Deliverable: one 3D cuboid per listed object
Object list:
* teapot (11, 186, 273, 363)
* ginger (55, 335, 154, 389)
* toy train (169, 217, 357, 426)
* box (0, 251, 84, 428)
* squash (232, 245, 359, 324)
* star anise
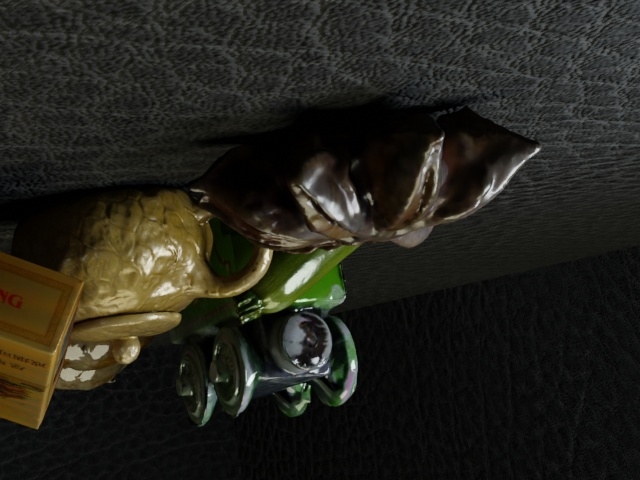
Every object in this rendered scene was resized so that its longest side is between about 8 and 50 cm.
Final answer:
[{"bbox_3d":[-0.195,0.041,1.154,0.311,0.167,0.203,-11,172,9],"label":"teapot"},{"bbox_3d":[-0.300,0.100,1.406,0.256,0.176,0.375,-29,180,-43],"label":"ginger"},{"bbox_3d":[-0.078,0.088,1.344,0.173,0.249,0.307,-4,170,-25],"label":"toy train"},{"bbox_3d":[-0.324,0.085,1.048,0.174,0.076,0.274,21,153,-7],"label":"box"},{"bbox_3d":[0.000,0.000,1.208,0.258,0.069,0.069,-41,-168,-34],"label":"squash"},{"bbox_3d":[0.046,-0.050,1.016,0.315,0.108,0.315,-12,171,-2],"label":"star anise"}]
